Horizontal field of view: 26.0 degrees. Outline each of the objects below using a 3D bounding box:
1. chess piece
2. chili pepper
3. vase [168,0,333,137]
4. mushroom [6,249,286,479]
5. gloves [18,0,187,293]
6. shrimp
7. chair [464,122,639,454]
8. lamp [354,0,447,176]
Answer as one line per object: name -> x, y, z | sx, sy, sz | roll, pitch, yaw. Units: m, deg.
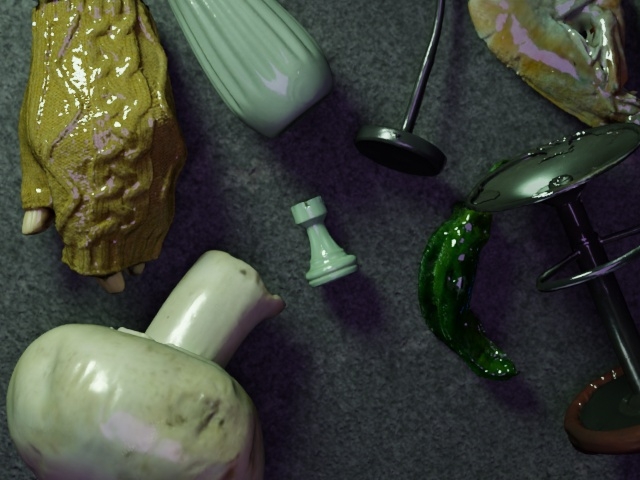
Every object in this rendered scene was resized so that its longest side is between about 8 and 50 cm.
chess piece -> 0.000, 0.000, 1.688 | 0.067, 0.067, 0.103 | -21, 92, 1
chili pepper -> 0.183, 0.042, 1.704 | 0.122, 0.065, 0.279 | -4, 102, -12
vase -> -0.096, -0.243, 1.612 | 0.128, 0.128, 0.248 | -38, 91, 3
mushroom -> -0.183, 0.174, 1.627 | 0.314, 0.314, 0.336 | 38, 64, -9
gloves -> -0.257, -0.114, 1.603 | 0.203, 0.155, 0.357 | -6, 99, -3
shrimp -> 0.316, -0.240, 1.658 | 0.317, 0.077, 0.168 | 38, 93, -6
chair -> 0.346, 0.086, 1.630 | 0.226, 0.226, 0.401 | -25, 104, 1
lamp -> 0.133, -0.256, 1.622 | 0.130, 0.108, 0.371 | 18, 100, 4
